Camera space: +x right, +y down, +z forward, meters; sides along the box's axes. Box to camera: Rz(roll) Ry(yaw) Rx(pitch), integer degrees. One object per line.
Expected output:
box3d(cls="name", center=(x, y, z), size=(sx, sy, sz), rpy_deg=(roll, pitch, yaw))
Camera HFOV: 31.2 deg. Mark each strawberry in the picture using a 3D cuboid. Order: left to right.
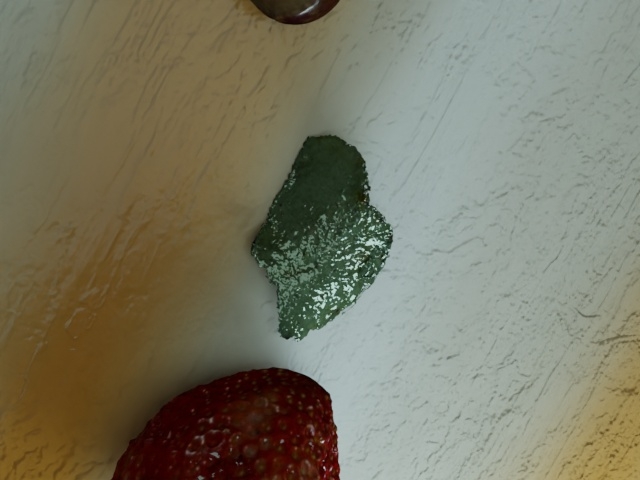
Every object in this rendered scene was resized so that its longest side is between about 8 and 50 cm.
box3d(cls="strawberry", center=(-0.095, 0.268, 1.300), size=(0.238, 0.250, 0.288), rpy_deg=(29, 69, 12))

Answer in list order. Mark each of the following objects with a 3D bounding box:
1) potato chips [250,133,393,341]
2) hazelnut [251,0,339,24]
box3d(cls="potato chips", center=(0.000, -0.004, 1.340), size=(0.167, 0.059, 0.228), rpy_deg=(-16, 107, -2))
box3d(cls="hazelnut", center=(-0.028, -0.310, 1.224), size=(0.143, 0.143, 0.154), rpy_deg=(-29, 117, -8))
